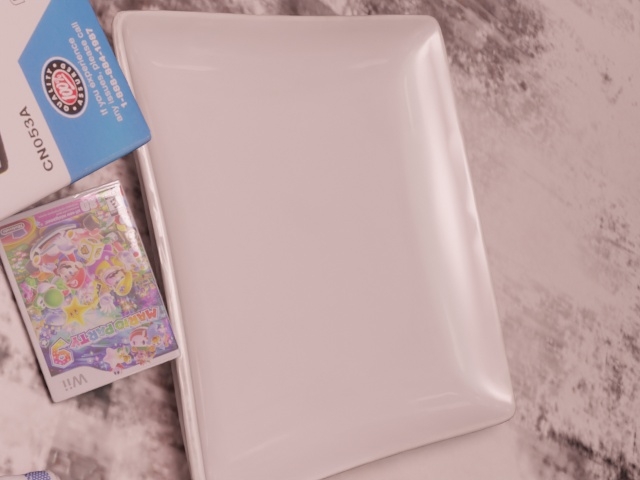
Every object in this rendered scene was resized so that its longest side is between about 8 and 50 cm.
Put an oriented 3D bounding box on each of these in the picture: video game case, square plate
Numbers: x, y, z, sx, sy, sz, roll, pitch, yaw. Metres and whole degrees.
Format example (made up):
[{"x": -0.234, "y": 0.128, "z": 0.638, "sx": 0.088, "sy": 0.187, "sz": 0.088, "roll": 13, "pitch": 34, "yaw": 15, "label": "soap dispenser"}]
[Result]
[{"x": -0.150, "y": 0.032, "z": 0.892, "sx": 0.087, "sy": 0.011, "sz": 0.122, "roll": -20, "pitch": 96, "yaw": -14, "label": "video game case"}, {"x": 0.000, "y": 0.000, "z": 1.052, "sx": 0.347, "sy": 0.049, "sz": 0.344, "roll": -8, "pitch": 86, "yaw": -46, "label": "square plate"}]

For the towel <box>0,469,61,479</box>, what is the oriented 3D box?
[{"x": -0.245, "y": 0.247, "z": 0.764, "sx": 0.285, "sy": 0.034, "sz": 0.209, "roll": -3, "pitch": 82, "yaw": -45, "label": "towel"}]

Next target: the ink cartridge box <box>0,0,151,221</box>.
[{"x": -0.274, "y": -0.084, "z": 0.742, "sx": 0.307, "sy": 0.129, "sz": 0.223, "roll": -34, "pitch": 106, "yaw": -43, "label": "ink cartridge box"}]
